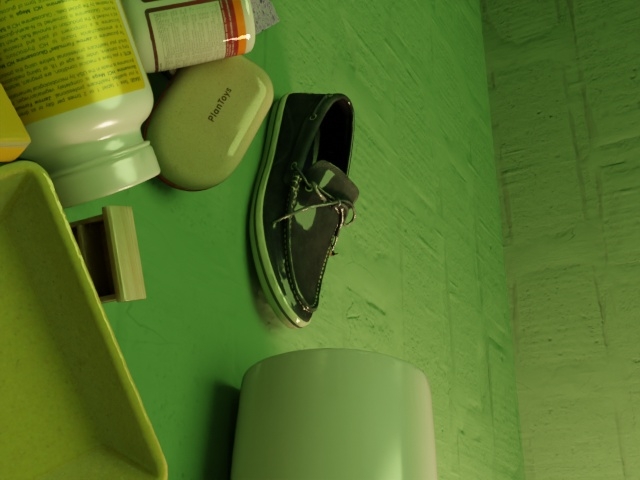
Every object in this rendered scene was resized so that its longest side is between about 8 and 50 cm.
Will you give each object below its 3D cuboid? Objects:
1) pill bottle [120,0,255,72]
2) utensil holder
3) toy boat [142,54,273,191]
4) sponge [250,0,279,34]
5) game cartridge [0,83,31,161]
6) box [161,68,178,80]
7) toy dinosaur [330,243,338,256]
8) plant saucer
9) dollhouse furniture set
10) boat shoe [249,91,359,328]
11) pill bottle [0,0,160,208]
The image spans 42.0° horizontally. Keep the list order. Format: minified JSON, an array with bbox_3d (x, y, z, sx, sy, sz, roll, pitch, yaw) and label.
[{"bbox_3d":[-0.212,-0.302,1.167,0.121,0.221,0.121,165,-90,-77],"label":"pill bottle"},{"bbox_3d":[0.022,0.394,1.231,0.327,0.327,0.385,45,40,-48],"label":"utensil holder"},{"bbox_3d":[-0.183,-0.183,1.289,0.151,0.151,0.231,32,72,-16],"label":"toy boat"},{"bbox_3d":[-0.149,-0.445,1.584,0.117,0.031,0.210,68,27,-19],"label":"sponge"},{"bbox_3d":[-0.453,-0.190,0.746,0.285,0.052,0.323,59,27,9],"label":"game cartridge"},{"bbox_3d":[-0.244,-0.363,1.304,0.180,0.077,0.147,44,41,-48],"label":"box"},{"bbox_3d":[0.000,0.000,1.704,0.090,0.047,0.082,-168,-126,-82],"label":"toy dinosaur"},{"bbox_3d":[-0.346,0.137,0.726,0.332,0.081,0.333,-24,104,-22],"label":"plant saucer"},{"bbox_3d":[-0.327,0.030,0.870,0.242,0.161,0.212,-3,81,-64],"label":"dollhouse furniture set"},{"bbox_3d":[-0.018,-0.078,1.549,0.187,0.156,0.500,47,40,-49],"label":"boat shoe"},{"bbox_3d":[-0.311,-0.214,0.979,0.188,0.188,0.334,-40,114,-61],"label":"pill bottle"}]
